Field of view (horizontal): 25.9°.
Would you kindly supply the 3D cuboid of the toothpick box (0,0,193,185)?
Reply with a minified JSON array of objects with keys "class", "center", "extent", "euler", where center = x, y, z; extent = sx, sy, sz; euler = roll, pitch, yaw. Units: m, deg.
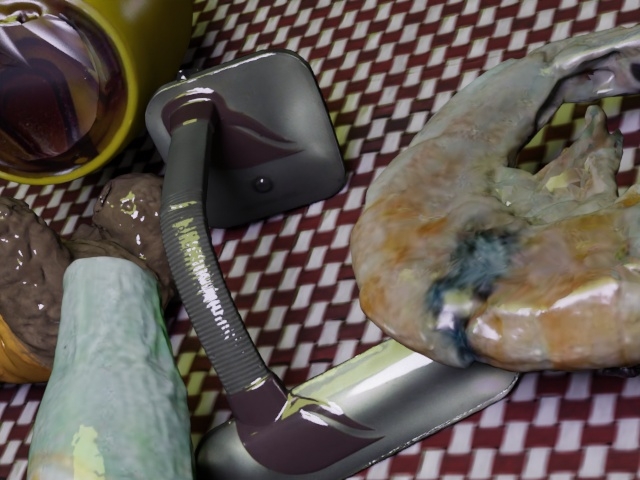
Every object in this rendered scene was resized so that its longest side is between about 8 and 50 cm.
[{"class":"toothpick box","center":[-0.187,-0.143,0.999],"extent":[0.175,0.175,0.271],"euler":[-30,19,11]}]

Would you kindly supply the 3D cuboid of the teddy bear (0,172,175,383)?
[{"class":"teddy bear","center":[-0.196,0.041,0.935],"extent":[0.190,0.140,0.177],"euler":[-14,2,40]}]

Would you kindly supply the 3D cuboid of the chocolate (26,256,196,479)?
[{"class":"chocolate","center":[-0.108,0.143,0.724],"extent":[0.110,0.110,0.291],"euler":[-20,57,22]}]

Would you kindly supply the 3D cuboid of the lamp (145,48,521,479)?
[{"class":"lamp","center":[-0.002,-0.003,0.825],"extent":[0.203,0.124,0.283],"euler":[-18,45,10]}]

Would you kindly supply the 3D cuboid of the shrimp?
[{"class":"shrimp","center":[0.183,-0.047,0.724],"extent":[0.360,0.085,0.247],"euler":[-22,42,4]}]
